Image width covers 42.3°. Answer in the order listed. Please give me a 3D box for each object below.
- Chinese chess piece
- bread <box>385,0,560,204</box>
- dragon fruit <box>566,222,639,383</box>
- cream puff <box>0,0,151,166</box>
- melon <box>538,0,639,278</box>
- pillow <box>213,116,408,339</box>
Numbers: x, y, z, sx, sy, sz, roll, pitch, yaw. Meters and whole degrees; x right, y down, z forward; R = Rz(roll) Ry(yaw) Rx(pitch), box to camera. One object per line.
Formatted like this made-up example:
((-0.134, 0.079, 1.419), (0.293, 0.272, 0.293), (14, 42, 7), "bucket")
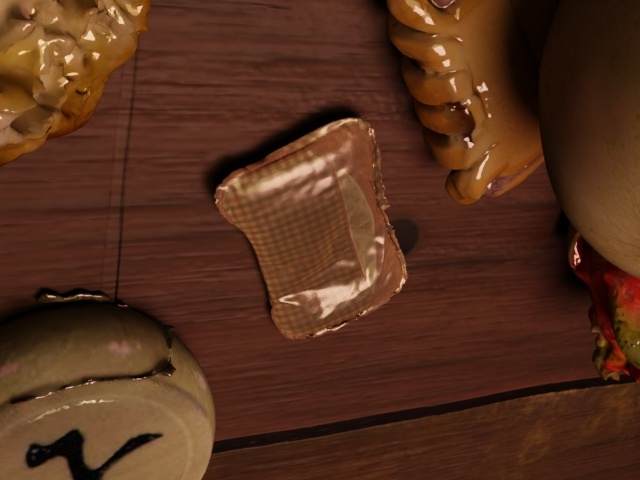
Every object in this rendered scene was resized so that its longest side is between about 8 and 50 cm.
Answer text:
((-0.198, 0.156, 0.667), (0.238, 0.092, 0.237), (-13, 129, -17), "Chinese chess piece")
((0.121, -0.134, 0.614), (0.134, 0.081, 0.225), (-32, 131, -8), "bread")
((0.360, 0.012, 0.748), (0.231, 0.237, 0.302), (-6, 135, -29), "dragon fruit")
((-0.192, -0.115, 0.351), (0.241, 0.269, 0.155), (9, 109, -20), "cream puff")
((0.285, -0.122, 0.514), (0.330, 0.268, 0.268), (-55, 135, -16), "melon")
((0.003, -0.001, 0.688), (0.135, 0.034, 0.211), (-28, 134, -7), "pillow")
